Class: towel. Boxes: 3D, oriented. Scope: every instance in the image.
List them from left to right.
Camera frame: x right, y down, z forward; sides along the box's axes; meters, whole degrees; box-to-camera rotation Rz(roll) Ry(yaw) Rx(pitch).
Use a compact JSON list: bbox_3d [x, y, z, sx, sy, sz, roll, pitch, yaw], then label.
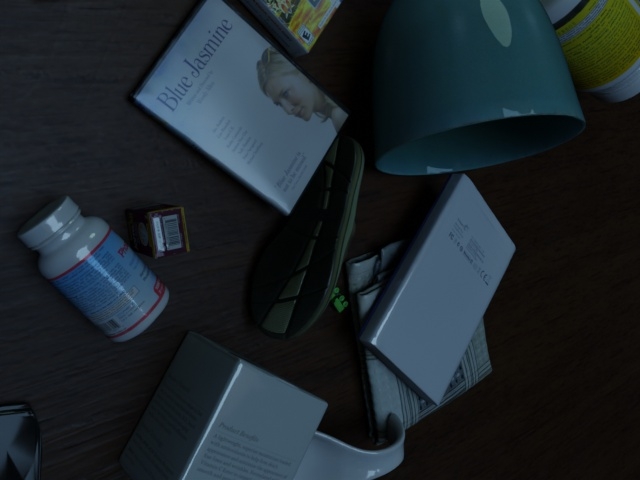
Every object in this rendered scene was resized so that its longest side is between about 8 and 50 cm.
[{"bbox_3d":[0.186,0.144,0.998,0.312,0.056,0.325,-18,104,-34],"label":"towel"}]

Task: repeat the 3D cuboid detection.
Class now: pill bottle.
[{"bbox_3d":[-0.250,0.031,0.643,0.087,0.087,0.160,-48,120,-23],"label":"pill bottle"},{"bbox_3d":[0.493,-0.398,1.085,0.333,0.187,0.188,24,80,-35],"label":"pill bottle"}]

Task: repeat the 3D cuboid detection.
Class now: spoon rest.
[{"bbox_3d":[0.012,0.319,0.847,0.276,0.084,0.137,-6,102,-25],"label":"spoon rest"}]

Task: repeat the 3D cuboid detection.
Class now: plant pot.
[{"bbox_3d":[0.205,-0.244,0.842,0.292,0.293,0.235,-4,82,-36],"label":"plant pot"}]

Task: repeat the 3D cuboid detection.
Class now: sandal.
[{"bbox_3d":[0.002,-0.001,0.814,0.086,0.120,0.303,42,66,-55],"label":"sandal"}]

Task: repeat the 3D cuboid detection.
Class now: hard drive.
[{"bbox_3d":[0.203,0.080,0.953,0.210,0.040,0.319,46,67,-33],"label":"hard drive"}]

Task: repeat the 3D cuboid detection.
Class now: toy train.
[{"bbox_3d":[0.015,0.076,0.887,0.023,0.017,0.083,-40,117,-15],"label":"toy train"}]

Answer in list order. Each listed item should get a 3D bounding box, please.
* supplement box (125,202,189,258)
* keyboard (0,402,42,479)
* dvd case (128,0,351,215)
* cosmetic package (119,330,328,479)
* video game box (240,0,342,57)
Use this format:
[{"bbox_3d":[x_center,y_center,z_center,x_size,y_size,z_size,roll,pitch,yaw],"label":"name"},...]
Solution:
[{"bbox_3d":[-0.192,-0.013,0.682,0.043,0.083,0.055,-14,103,-34],"label":"supplement box"},{"bbox_3d":[-0.443,0.275,0.561,0.317,0.033,0.202,3,87,-36],"label":"keyboard"},{"bbox_3d":[-0.092,-0.175,0.756,0.253,0.022,0.180,37,75,-25],"label":"dvd case"},{"bbox_3d":[-0.120,0.237,0.720,0.151,0.151,0.184,36,74,-34],"label":"cosmetic package"},{"bbox_3d":[-0.038,-0.390,0.782,0.187,0.048,0.205,39,72,-30],"label":"video game box"}]
